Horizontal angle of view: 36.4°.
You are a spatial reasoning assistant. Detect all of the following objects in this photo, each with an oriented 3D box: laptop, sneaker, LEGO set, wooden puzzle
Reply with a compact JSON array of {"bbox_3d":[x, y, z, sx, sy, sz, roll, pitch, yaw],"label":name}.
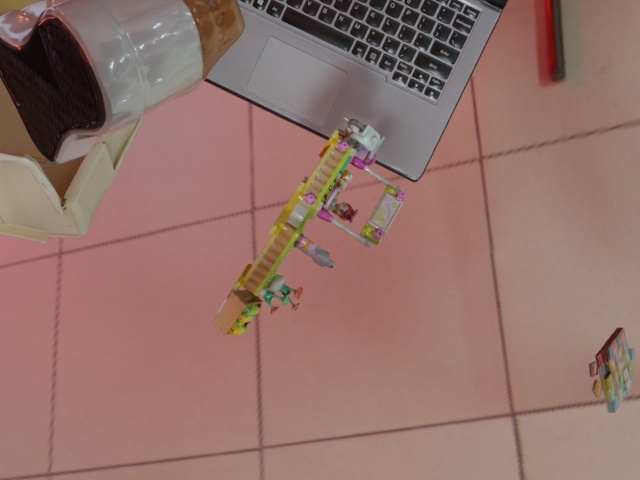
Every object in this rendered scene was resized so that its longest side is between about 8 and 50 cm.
[{"bbox_3d":[0.045,-0.337,1.190,0.382,0.236,0.408,26,93,1],"label":"laptop"},{"bbox_3d":[-0.136,-0.118,0.639,0.123,0.106,0.290,-31,21,-23],"label":"sneaker"},{"bbox_3d":[0.000,0.000,1.073,0.107,0.132,0.287,33,82,-3],"label":"LEGO set"},{"bbox_3d":[0.229,0.100,0.755,0.006,0.083,0.049,-4,110,39],"label":"wooden puzzle"}]

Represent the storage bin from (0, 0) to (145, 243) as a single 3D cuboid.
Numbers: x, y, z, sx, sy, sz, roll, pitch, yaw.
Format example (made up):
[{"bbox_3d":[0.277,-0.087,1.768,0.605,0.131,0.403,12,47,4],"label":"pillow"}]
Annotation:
[{"bbox_3d":[-0.304,-0.150,0.909,0.260,0.123,0.262,11,53,9],"label":"storage bin"}]
